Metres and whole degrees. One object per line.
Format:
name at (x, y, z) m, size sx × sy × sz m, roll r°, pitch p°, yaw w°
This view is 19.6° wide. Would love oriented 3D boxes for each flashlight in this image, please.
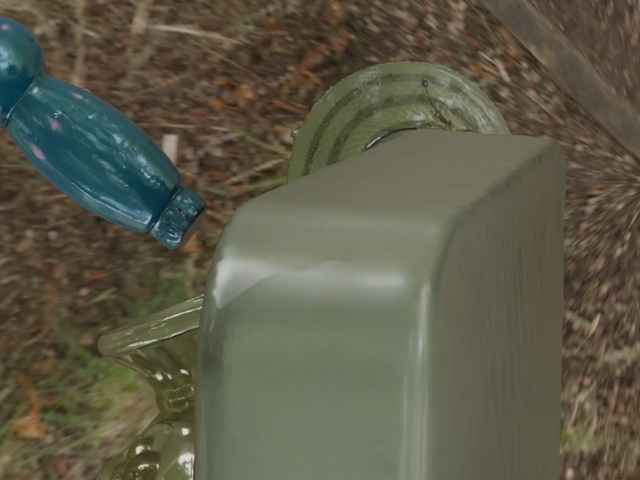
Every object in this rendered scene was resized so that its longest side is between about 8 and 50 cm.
flashlight at (-0.103, -0.044, 0.765) m, size 0.129 × 0.051 × 0.051 m, roll 36°, pitch 98°, yaw 2°

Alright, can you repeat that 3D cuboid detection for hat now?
hat at (0.094, -0.052, 1.856) m, size 0.252 × 0.110 × 0.252 m, roll -3°, pitch 103°, yaw -12°

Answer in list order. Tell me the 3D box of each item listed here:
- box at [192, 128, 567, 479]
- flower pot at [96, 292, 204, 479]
box at (0.031, 0.152, 0.680) m, size 0.090 × 0.373 × 0.367 m, roll 3°, pitch 98°, yaw 12°
flower pot at (-0.084, 0.170, 1.803) m, size 0.307 × 0.307 × 0.244 m, roll -19°, pitch 91°, yaw 10°
